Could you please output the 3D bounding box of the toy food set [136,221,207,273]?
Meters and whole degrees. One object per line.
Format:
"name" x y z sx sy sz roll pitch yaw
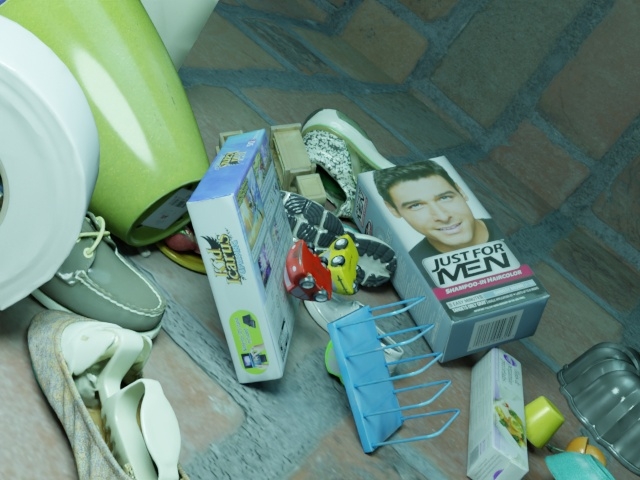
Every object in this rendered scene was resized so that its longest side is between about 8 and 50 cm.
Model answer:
"toy food set" -0.172 -0.017 1.207 0.218 0.071 0.128 17 29 -39

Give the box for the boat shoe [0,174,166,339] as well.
"boat shoe" -0.299 0.002 0.955 0.305 0.091 0.109 35 22 -3

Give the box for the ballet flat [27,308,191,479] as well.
"ballet flat" -0.191 0.150 0.796 0.108 0.106 0.316 12 32 -45

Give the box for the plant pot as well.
"plant pot" -0.276 -0.147 1.105 0.293 0.275 0.275 52 26 14

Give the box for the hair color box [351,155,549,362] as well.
"hair color box" 0.216 0.020 1.485 0.185 0.113 0.374 -13 47 -18

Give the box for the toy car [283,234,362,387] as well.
"toy car" 0.017 0.107 1.161 0.239 0.053 0.224 -9 85 -70

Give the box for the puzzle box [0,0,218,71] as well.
"puzzle box" -0.360 -0.324 1.286 0.052 0.272 0.409 47 24 24

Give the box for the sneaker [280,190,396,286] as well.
"sneaker" 0.000 0.000 1.428 0.275 0.107 0.110 29 3 -28

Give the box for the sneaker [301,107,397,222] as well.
"sneaker" 0.093 -0.076 1.693 0.410 0.158 0.182 38 53 1

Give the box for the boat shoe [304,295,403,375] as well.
"boat shoe" 0.050 0.124 1.255 0.184 0.063 0.066 48 25 26

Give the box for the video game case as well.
"video game case" -0.088 0.010 1.095 0.061 0.244 0.269 -9 22 8

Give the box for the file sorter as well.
"file sorter" 0.100 0.167 1.089 0.118 0.105 0.170 -16 89 -64

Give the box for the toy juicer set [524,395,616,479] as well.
"toy juicer set" 0.408 0.386 1.238 0.209 0.089 0.329 41 10 -24

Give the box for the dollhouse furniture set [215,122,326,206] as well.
"dollhouse furniture set" -0.095 -0.106 1.528 0.161 0.101 0.181 -9 55 -14

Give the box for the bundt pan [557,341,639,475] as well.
"bundt pan" 0.628 0.323 1.622 0.331 0.124 0.331 31 23 -15

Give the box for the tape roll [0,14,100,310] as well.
"tape roll" -0.352 -0.071 0.775 0.286 0.286 0.100 27 23 -20

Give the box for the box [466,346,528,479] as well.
"box" 0.271 0.266 1.290 0.063 0.067 0.324 36 21 -2
